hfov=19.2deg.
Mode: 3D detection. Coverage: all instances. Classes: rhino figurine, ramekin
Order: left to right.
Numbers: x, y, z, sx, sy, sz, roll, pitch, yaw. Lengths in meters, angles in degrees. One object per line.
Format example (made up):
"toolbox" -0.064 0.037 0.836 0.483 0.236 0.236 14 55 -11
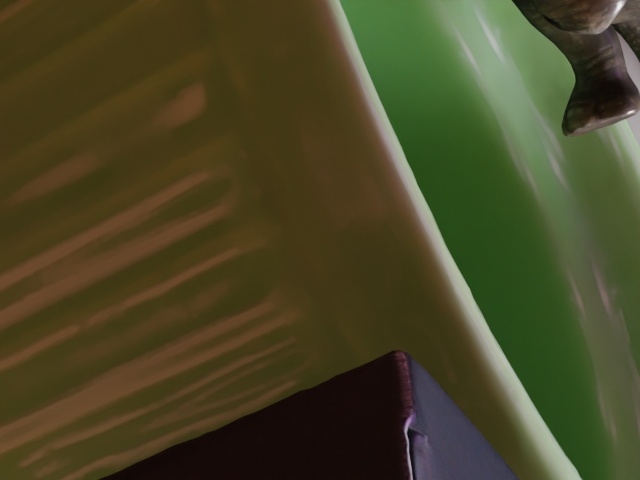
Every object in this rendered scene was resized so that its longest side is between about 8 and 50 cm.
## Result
"ramekin" 0.000 0.000 0.555 0.303 0.148 0.303 53 22 -32
"rhino figurine" 0.079 -0.088 0.531 0.243 0.073 0.106 -7 77 -69

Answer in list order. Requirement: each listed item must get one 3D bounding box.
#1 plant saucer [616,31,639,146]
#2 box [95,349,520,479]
"plant saucer" 0.251 -0.004 1.298 0.400 0.100 0.400 53 22 -33
"box" -0.026 0.127 0.315 0.093 0.158 0.156 50 25 -38
